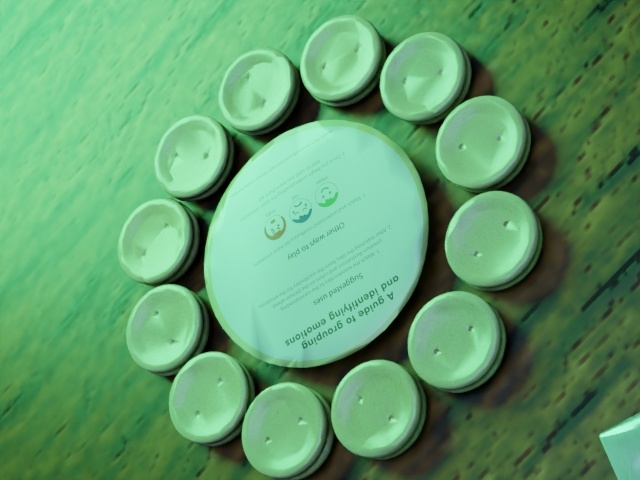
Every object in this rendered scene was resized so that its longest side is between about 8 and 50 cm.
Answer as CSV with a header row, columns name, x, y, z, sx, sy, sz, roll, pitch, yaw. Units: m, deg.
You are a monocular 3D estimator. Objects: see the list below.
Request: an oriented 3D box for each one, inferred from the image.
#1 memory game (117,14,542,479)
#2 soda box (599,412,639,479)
name,x,y,z,sx,sy,sz,roll,pitch,yaw
memory game,0.000,0.000,0.637,0.186,0.012,0.186,-10,68,27
soda box,0.179,0.161,0.425,0.098,0.091,0.286,-30,61,19
